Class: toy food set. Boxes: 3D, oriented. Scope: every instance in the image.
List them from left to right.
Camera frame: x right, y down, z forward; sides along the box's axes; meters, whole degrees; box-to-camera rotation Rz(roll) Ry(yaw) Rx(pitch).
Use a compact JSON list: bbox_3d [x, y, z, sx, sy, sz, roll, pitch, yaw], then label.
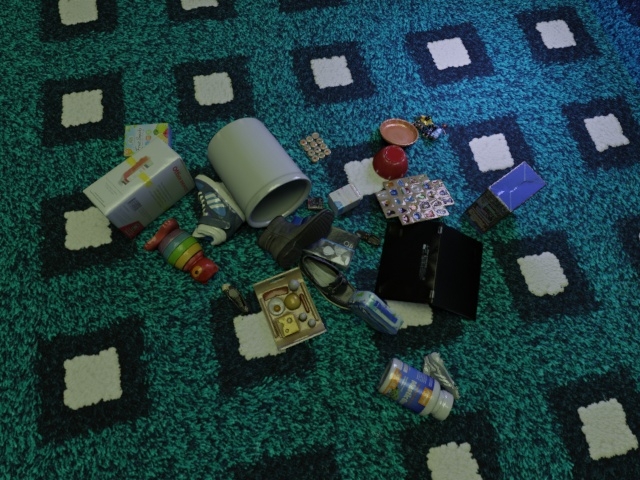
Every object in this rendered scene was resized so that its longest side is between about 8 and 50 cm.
[{"bbox_3d":[-0.133,0.289,1.759,0.220,0.092,0.306,-21,72,-10],"label":"toy food set"}]

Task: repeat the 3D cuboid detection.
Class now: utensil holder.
[{"bbox_3d":[-0.281,-0.306,1.844,0.328,0.327,0.385,-32,74,-13],"label":"utensil holder"}]

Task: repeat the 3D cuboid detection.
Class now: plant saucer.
[{"bbox_3d":[0.397,-0.542,2.095,0.200,0.037,0.199,4,55,-6],"label":"plant saucer"}]

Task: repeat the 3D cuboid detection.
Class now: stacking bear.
[{"bbox_3d":[-0.578,0.065,1.785,0.289,0.164,0.175,42,94,0],"label":"stacking bear"}]

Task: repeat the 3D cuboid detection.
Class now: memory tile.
[{"bbox_3d":[-0.026,-0.471,2.081,0.113,0.012,0.148,-31,74,-13],"label":"memory tile"}]

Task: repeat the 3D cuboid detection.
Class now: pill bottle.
[{"bbox_3d":[0.380,0.599,1.643,0.272,0.152,0.152,27,71,7],"label":"pill bottle"}]

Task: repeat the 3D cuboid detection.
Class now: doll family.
[{"bbox_3d":[0.564,-0.590,2.127,0.111,0.076,0.193,-42,82,-20],"label":"doll family"}]

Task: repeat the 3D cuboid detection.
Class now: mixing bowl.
[{"bbox_3d":[0.354,-0.399,2.031,0.182,0.098,0.181,1,71,-3],"label":"mixing bowl"}]

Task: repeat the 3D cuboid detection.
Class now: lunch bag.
[{"bbox_3d":[0.226,0.298,1.706,0.219,0.176,0.090,41,70,-15],"label":"lunch bag"}]

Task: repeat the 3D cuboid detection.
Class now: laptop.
[{"bbox_3d":[0.502,0.133,1.890,0.408,0.236,0.381,2,67,28],"label":"laptop"}]

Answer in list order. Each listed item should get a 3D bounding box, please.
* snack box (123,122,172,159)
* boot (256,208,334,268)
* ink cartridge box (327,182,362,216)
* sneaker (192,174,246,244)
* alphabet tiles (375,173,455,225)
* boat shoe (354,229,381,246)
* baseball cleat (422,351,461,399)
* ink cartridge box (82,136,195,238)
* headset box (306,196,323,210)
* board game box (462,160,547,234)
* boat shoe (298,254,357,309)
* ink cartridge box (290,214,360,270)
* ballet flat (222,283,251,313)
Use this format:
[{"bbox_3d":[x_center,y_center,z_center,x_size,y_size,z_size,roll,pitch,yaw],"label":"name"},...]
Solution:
[{"bbox_3d":[-0.839,-0.476,2.009,0.207,0.070,0.174,-6,71,-3],"label":"snack box"},{"bbox_3d":[-0.119,-0.057,1.822,0.338,0.118,0.223,-42,51,-8],"label":"boot"},{"bbox_3d":[0.119,-0.195,1.948,0.143,0.090,0.092,-27,74,-13],"label":"ink cartridge box"},{"bbox_3d":[-0.520,-0.126,1.867,0.323,0.130,0.236,43,69,6],"label":"sneaker"},{"bbox_3d":[0.448,-0.200,1.964,0.343,0.011,0.285,-12,53,-7],"label":"alphabet tiles"},{"bbox_3d":[0.221,-0.015,1.916,0.133,0.042,0.048,28,73,9],"label":"boat shoe"},{"bbox_3d":[0.491,0.573,1.713,0.110,0.072,0.205,-26,71,5],"label":"baseball cleat"},{"bbox_3d":[-0.776,-0.226,1.814,0.160,0.279,0.385,43,73,13],"label":"ink cartridge box"},{"bbox_3d":[-0.028,-0.174,1.963,0.083,0.032,0.062,0,70,-2],"label":"headset box"},{"bbox_3d":[0.825,-0.184,1.875,0.232,0.291,0.141,-34,76,-13],"label":"board game box"},{"bbox_3d":[0.044,0.174,1.799,0.340,0.113,0.127,43,72,11],"label":"boat shoe"},{"bbox_3d":[0.000,0.000,1.887,0.333,0.065,0.165,20,71,5],"label":"ink cartridge box"},{"bbox_3d":[-0.361,0.248,1.784,0.173,0.049,0.057,43,73,12],"label":"ballet flat"}]
